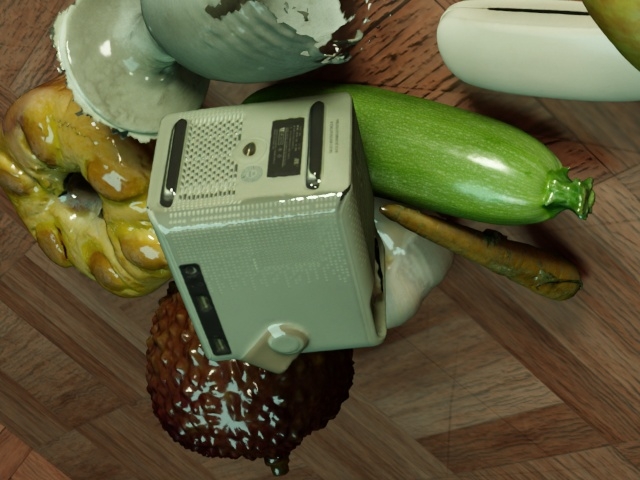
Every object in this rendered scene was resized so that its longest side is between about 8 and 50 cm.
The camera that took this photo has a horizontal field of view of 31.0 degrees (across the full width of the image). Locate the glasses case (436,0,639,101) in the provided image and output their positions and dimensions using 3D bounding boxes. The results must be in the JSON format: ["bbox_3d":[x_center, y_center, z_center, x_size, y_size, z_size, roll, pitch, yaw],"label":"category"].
[{"bbox_3d":[0.190,-0.158,0.957,0.204,0.051,0.081,12,143,32],"label":"glasses case"}]

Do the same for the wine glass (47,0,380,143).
[{"bbox_3d":[-0.091,-0.212,1.022,0.190,0.190,0.357,48,146,-21],"label":"wine glass"}]

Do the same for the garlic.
[{"bbox_3d":[-0.012,0.011,1.246,0.281,0.184,0.203,22,154,23],"label":"garlic"}]

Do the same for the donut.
[{"bbox_3d":[-0.259,-0.074,1.386,0.317,0.150,0.299,21,143,32],"label":"donut"}]

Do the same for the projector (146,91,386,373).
[{"bbox_3d":[-0.038,-0.001,1.044,0.177,0.163,0.242,-5,136,9],"label":"projector"}]

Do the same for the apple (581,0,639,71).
[{"bbox_3d":[0.274,-0.203,0.656,0.264,0.264,0.264,24,148,17],"label":"apple"}]

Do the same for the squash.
[{"bbox_3d":[0.073,-0.089,1.114,0.395,0.107,0.107,17,145,28],"label":"squash"}]

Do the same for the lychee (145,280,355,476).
[{"bbox_3d":[-0.087,0.151,1.443,0.276,0.276,0.304,-11,101,50],"label":"lychee"}]

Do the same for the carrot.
[{"bbox_3d":[0.162,0.008,1.140,0.254,0.049,0.049,20,157,-28],"label":"carrot"}]
